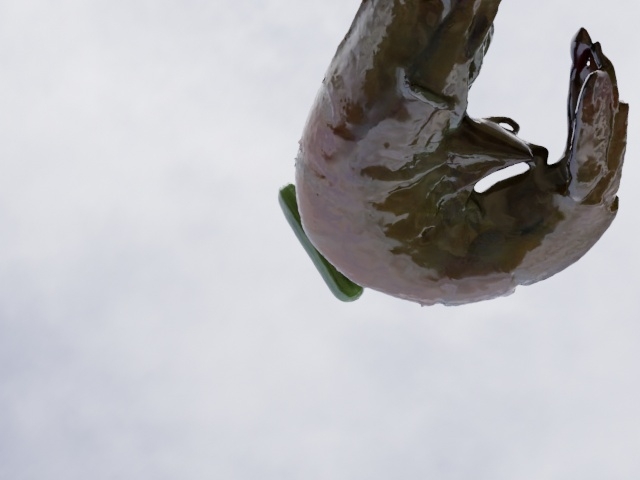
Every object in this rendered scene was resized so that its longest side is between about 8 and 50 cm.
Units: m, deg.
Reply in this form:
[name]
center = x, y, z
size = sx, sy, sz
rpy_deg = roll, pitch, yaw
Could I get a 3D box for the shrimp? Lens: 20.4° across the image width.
[shrimp]
center = 0.069, -0.066, 0.787
size = 0.150, 0.248, 0.068
rpy_deg = 9, -140, -1

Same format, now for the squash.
[squash]
center = 0.000, 0.000, 1.096
size = 0.027, 0.027, 0.089
rpy_deg = -28, -109, -21
